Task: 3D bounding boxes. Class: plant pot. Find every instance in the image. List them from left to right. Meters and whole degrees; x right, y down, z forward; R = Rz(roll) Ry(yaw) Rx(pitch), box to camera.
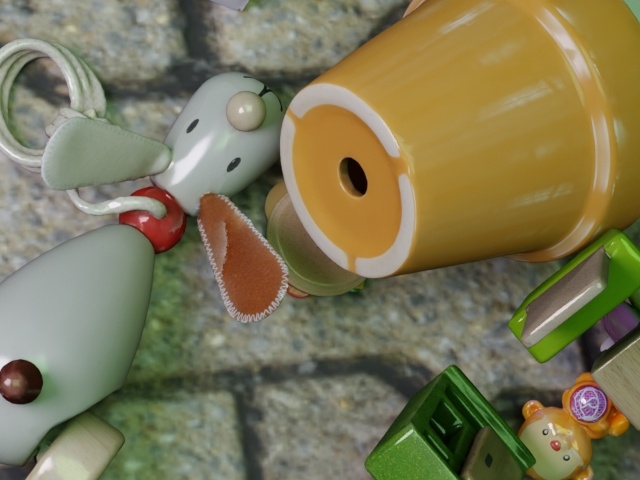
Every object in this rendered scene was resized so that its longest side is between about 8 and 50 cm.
[{"bbox_3d":[0.085,-0.067,1.215,0.188,0.205,0.205,-23,84,-35],"label":"plant pot"}]

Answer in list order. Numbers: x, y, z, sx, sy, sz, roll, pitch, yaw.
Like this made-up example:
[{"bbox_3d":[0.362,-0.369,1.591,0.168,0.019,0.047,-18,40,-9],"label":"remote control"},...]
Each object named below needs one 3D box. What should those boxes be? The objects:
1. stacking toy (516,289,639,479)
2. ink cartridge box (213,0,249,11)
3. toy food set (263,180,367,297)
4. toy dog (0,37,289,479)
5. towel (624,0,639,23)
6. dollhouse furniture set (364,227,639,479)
[{"bbox_3d":[0.251,0.061,1.281,0.302,0.166,0.175,-39,87,5],"label":"stacking toy"},{"bbox_3d":[-0.081,-0.283,1.305,0.148,0.086,0.203,21,74,-10],"label":"ink cartridge box"},{"bbox_3d":[0.000,0.000,1.298,0.083,0.020,0.082,7,76,-14],"label":"toy food set"},{"bbox_3d":[-0.135,0.016,1.182,0.220,0.161,0.333,19,73,-11],"label":"toy dog"},{"bbox_3d":[0.224,-0.243,1.379,0.321,0.090,0.374,-29,87,-19],"label":"towel"},{"bbox_3d":[0.207,0.170,1.168,0.197,0.151,0.301,-40,92,16],"label":"dollhouse furniture set"}]
